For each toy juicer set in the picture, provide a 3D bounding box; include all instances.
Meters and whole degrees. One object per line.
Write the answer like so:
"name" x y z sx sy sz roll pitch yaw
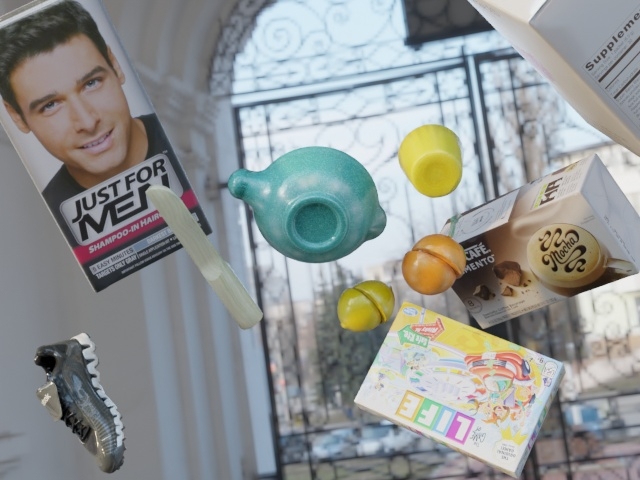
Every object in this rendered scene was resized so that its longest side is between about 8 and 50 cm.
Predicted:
"toy juicer set" 0.000 0.000 1.160 0.329 0.209 0.089 -9 24 3

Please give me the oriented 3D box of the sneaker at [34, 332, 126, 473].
"sneaker" -0.363 0.243 1.596 0.106 0.234 0.078 -1 -37 -38

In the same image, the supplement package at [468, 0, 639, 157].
"supplement package" 0.319 -0.241 1.187 0.293 0.175 0.177 36 9 -34

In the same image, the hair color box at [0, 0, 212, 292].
"hair color box" -0.312 -0.139 1.457 0.185 0.374 0.113 -28 24 -10

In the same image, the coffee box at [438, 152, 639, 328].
"coffee box" 0.343 0.006 1.721 0.297 0.168 0.119 -25 20 39

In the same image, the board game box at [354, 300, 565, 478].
"board game box" 0.121 0.127 0.942 0.154 0.103 0.026 20 -17 25

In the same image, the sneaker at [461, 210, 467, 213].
"sneaker" 0.322 -0.011 1.934 0.065 0.158 0.061 -52 -3 14
